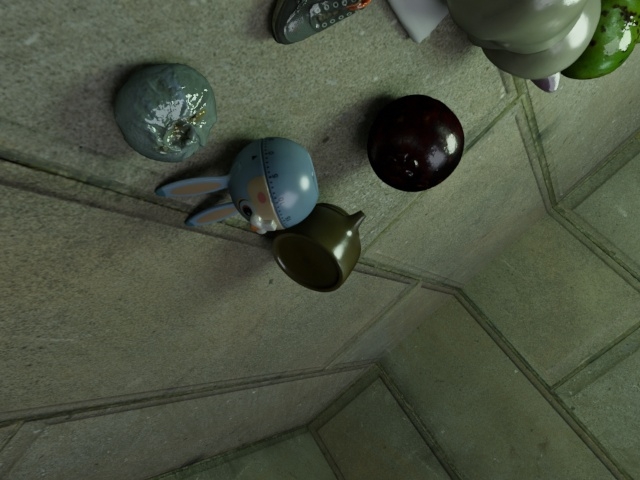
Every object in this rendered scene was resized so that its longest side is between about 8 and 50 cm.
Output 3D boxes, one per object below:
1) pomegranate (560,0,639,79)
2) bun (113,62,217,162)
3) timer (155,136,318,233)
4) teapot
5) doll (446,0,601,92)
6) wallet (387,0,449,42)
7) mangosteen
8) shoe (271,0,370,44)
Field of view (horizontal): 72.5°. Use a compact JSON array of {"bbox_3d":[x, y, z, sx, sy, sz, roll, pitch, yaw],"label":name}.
[{"bbox_3d":[0.617,-0.455,0.942,0.211,0.262,0.211,9,90,-75],"label":"pomegranate"},{"bbox_3d":[-0.201,-0.166,0.591,0.140,0.083,0.141,-27,147,-19],"label":"bun"},{"bbox_3d":[-0.120,-0.071,0.746,0.255,0.175,0.175,-33,152,-7],"label":"timer"},{"bbox_3d":[0.000,0.000,0.997,0.267,0.186,0.175,-24,-158,48],"label":"teapot"},{"bbox_3d":[0.352,-0.411,0.738,0.370,0.225,0.215,4,102,-64],"label":"doll"},{"bbox_3d":[0.155,-0.401,0.701,0.095,0.033,0.190,-47,151,14],"label":"wallet"},{"bbox_3d":[0.194,-0.200,0.893,0.209,0.210,0.210,-28,151,-17],"label":"mangosteen"},{"bbox_3d":[0.019,-0.333,0.597,0.194,0.077,0.074,-39,153,1],"label":"shoe"}]
